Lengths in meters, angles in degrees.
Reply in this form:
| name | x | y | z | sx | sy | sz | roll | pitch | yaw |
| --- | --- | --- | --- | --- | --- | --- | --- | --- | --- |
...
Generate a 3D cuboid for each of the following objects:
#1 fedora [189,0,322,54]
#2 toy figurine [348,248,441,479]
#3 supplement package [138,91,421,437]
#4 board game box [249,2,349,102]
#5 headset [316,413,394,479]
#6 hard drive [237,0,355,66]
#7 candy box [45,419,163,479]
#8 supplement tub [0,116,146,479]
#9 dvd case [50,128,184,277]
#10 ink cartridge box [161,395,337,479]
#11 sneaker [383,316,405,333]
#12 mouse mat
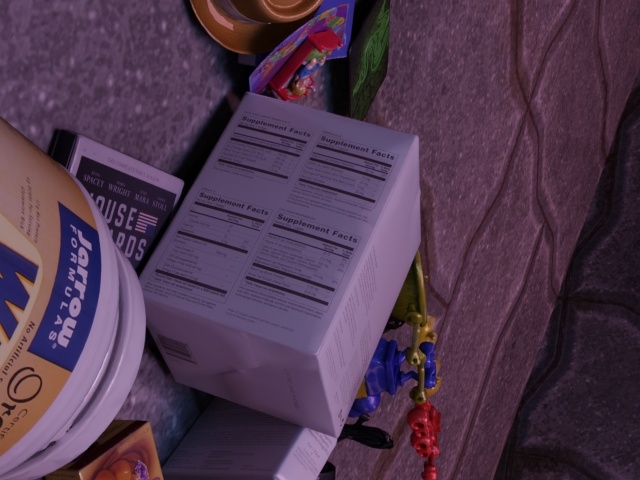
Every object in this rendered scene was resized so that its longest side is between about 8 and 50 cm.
| name | x | y | z | sx | sy | sz | roll | pitch | yaw |
| --- | --- | --- | --- | --- | --- | --- | --- | --- | --- |
| fedora | -0.039 | -0.272 | 0.973 | 0.194 | 0.079 | 0.194 | -17 | 118 | -36 |
| toy figurine | 0.035 | 0.164 | 1.277 | 0.362 | 0.217 | 0.191 | 78 | 15 | -44 |
| supplement package | -0.031 | 0.024 | 1.044 | 0.199 | 0.198 | 0.262 | 80 | 31 | -56 |
| board game box | -0.014 | -0.184 | 1.075 | 0.133 | 0.033 | 0.168 | -38 | 174 | -8 |
| headset | -0.020 | 0.366 | 1.316 | 0.394 | 0.185 | 0.243 | -66 | 160 | -59 |
| hard drive | -0.008 | -0.357 | 1.097 | 0.210 | 0.040 | 0.318 | -25 | 126 | -60 |
| candy box | -0.197 | 0.284 | 0.987 | 0.109 | 0.053 | 0.186 | -32 | 115 | -57 |
| supplement tub | -0.254 | 0.015 | 0.557 | 0.228 | 0.228 | 0.316 | -68 | 155 | -14 |
| dvd case | -0.210 | 0.037 | 0.907 | 0.179 | 0.030 | 0.238 | 24 | 83 | -66 |
| ink cartridge box | -0.051 | 0.196 | 1.147 | 0.232 | 0.189 | 0.066 | -50 | 119 | -41 |
| sneaker | 0.078 | 0.093 | 1.438 | 0.286 | 0.130 | 0.109 | 31 | 74 | -66 |
| mouse mat | 0.065 | -0.237 | 1.318 | 0.189 | 0.007 | 0.152 | -66 | 162 | -44 |
